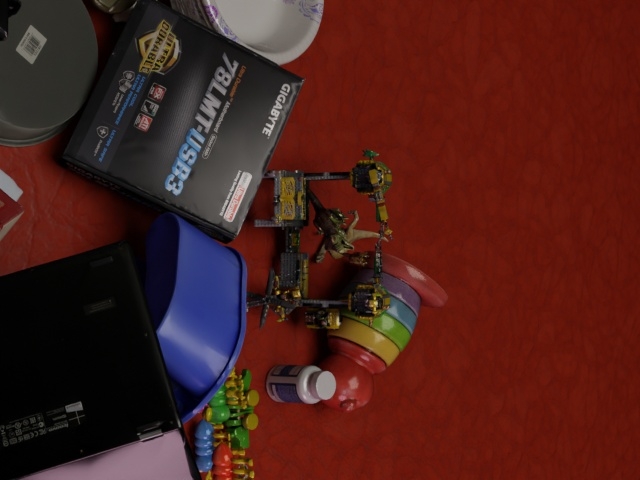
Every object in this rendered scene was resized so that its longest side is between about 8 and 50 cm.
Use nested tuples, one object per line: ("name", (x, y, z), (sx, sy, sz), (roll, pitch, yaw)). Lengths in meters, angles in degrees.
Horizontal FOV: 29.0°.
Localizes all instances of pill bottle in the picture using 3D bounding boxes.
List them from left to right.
("pill bottle", (-0.032, 0.251, 2.163), (0.067, 0.120, 0.067), (4, 84, -46))

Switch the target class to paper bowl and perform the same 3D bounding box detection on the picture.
("paper bowl", (-0.140, -0.425, 2.086), (0.284, 0.148, 0.284), (4, 84, -46))

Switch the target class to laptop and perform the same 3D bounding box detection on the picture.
("laptop", (-0.379, 0.264, 1.684), (0.382, 0.236, 0.407), (-17, 80, -6))

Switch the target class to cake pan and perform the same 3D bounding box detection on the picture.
("cake pan", (-0.445, -0.286, 1.826), (0.293, 0.054, 0.293), (5, 83, -46))

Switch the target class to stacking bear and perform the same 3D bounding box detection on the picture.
("stacking bear", (0.083, 0.180, 2.269), (0.289, 0.175, 0.164), (-63, 143, -17))

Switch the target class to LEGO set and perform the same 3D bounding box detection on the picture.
("LEGO set", (0.000, 0.000, 2.118), (0.192, 0.255, 0.331), (-3, 101, -73))

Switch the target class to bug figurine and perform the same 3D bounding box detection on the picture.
("bug figurine", (-0.168, 0.296, 1.951), (0.072, 0.279, 0.216), (-3, 93, -14))

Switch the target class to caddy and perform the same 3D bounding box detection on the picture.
("caddy", (-0.223, 0.126, 1.856), (0.179, 0.241, 0.341), (40, 30, -31))

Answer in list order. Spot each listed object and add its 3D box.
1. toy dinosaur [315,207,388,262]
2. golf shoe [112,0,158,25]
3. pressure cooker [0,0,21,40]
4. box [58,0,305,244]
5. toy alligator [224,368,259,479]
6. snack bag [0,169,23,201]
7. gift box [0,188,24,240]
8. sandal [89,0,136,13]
("toy dinosaur", (0.045, -0.013, 2.328), (0.183, 0.053, 0.092), (-21, 117, -38))
("golf shoe", (-0.273, -0.316, 2.014), (0.086, 0.069, 0.176), (-42, 112, -20))
("pressure cooker", (-0.552, -0.371, 1.480), (0.376, 0.370, 0.420), (6, 80, -39))
("box", (-0.212, -0.186, 1.930), (0.293, 0.073, 0.295), (26, 75, -11))
("toy alligator", (-0.142, 0.311, 2.090), (0.051, 0.056, 0.189), (10, 80, -45))
("snack bag", (-0.603, -0.050, 1.657), (0.342, 0.037, 0.323), (46, 55, -30))
("gift box", (-0.545, 0.010, 1.429), (0.255, 0.258, 0.276), (41, 17, -1))
("sandal", (-0.326, -0.440, 1.965), (0.090, 0.060, 0.219), (32, 50, -37))
